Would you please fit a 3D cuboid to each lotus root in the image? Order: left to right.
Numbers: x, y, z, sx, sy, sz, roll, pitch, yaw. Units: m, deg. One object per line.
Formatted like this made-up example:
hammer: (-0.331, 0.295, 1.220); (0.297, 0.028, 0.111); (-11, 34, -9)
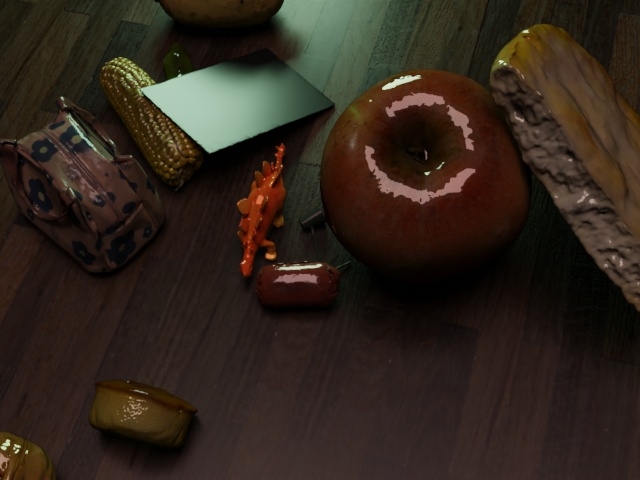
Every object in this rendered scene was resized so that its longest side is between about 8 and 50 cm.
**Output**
lotus root: (-0.178, -0.487, 1.996); (0.284, 0.146, 0.160); (-6, 76, 7)

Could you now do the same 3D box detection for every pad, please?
pad: (-0.144, -0.255, 1.864); (0.300, 0.005, 0.202); (-27, 58, -37)

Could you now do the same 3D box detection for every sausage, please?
sausage: (-0.037, 0.071, 1.666); (0.141, 0.076, 0.076); (-1, 57, 5)

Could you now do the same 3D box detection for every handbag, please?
handbag: (-0.395, -0.097, 1.719); (0.251, 0.193, 0.190); (38, 70, 24)

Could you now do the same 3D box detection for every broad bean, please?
broad bean: (-0.251, -0.273, 1.915); (0.065, 0.046, 0.254); (-8, 57, -21)

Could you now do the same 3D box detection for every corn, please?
corn: (-0.295, -0.213, 1.848); (0.101, 0.101, 0.310); (-26, 59, -14)

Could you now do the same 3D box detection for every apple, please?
apple: (0.160, -0.090, 1.635); (0.338, 0.305, 0.338); (-2, 67, 4)

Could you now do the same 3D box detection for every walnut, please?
walnut: (-0.447, 0.357, 1.462); (0.144, 0.144, 0.180); (14, 50, 11)

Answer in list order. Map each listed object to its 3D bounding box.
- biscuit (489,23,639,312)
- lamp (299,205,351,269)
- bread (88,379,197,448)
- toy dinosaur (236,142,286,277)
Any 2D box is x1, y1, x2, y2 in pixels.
biscuit: (0.414, -0.149, 1.625); (0.429, 0.104, 0.446); (49, 32, -12)
lamp: (-0.001, -0.001, 1.736); (0.054, 0.041, 0.121); (-28, 57, -6)
bread: (-0.265, 0.251, 1.532); (0.156, 0.125, 0.086); (13, 76, 6)
toy dinosaur: (-0.092, -0.070, 1.734); (0.070, 0.117, 0.288); (10, 61, 10)
